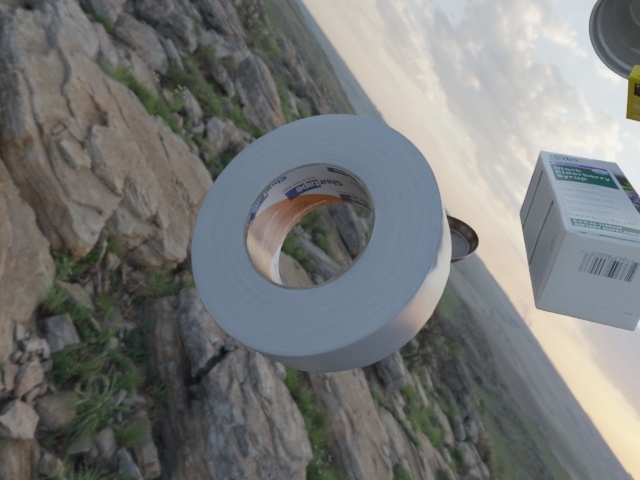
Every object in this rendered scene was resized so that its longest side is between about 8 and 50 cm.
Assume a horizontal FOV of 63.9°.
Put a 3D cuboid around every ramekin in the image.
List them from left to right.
[{"bbox_3d":[0.599,-0.391,0.903,0.207,0.109,0.207,43,-13,13],"label":"ramekin"}]

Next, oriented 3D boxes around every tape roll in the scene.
[{"bbox_3d":[0.000,0.000,0.449,0.219,0.219,0.072,63,7,32],"label":"tape roll"}]

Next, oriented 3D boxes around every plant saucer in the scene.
[{"bbox_3d":[0.234,-0.003,1.043,0.169,0.168,0.029,-107,-163,-53],"label":"plant saucer"}]

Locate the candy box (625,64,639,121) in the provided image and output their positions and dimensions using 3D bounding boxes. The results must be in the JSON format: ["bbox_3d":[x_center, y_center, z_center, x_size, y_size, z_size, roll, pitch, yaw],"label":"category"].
[{"bbox_3d":[0.506,-0.165,0.659,0.205,0.027,0.105,28,-2,34],"label":"candy box"}]

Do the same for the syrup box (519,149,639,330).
[{"bbox_3d":[0.286,-0.015,0.565,0.237,0.093,0.097,-60,160,-57],"label":"syrup box"}]
